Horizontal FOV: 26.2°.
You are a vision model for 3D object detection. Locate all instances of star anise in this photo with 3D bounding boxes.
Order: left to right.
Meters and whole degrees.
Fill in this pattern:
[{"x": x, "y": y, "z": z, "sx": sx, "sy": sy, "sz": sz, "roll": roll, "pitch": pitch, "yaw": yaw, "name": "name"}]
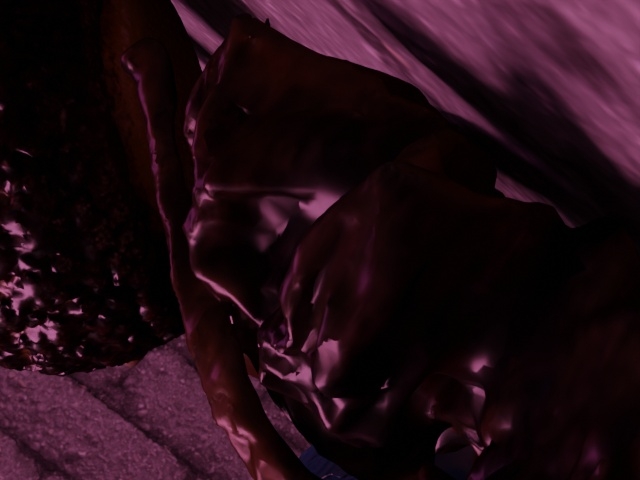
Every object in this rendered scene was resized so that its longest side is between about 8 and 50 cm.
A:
[{"x": 0.040, "y": 0.035, "z": 0.405, "sx": 0.190, "sy": 0.125, "sz": 0.220, "roll": 27, "pitch": -174, "yaw": -35, "name": "star anise"}]

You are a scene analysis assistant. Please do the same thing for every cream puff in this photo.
[{"x": -0.143, "y": -0.048, "z": 0.685, "sx": 0.239, "sy": 0.165, "sz": 0.239, "roll": -13, "pitch": -90, "yaw": -82, "name": "cream puff"}]

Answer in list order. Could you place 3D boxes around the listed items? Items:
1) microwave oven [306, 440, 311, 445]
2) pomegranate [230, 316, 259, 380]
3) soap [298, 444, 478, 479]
[{"x": 0.096, "y": 0.130, "z": 0.961, "sx": 0.205, "sy": 0.163, "sz": 0.129, "roll": 45, "pitch": 176, "yaw": -8, "name": "microwave oven"}, {"x": 0.001, "y": 0.006, "z": 0.620, "sx": 0.130, "sy": 0.130, "sz": 0.130, "roll": 41, "pitch": 178, "yaw": 2, "name": "pomegranate"}, {"x": 0.134, "y": 0.141, "z": 0.539, "sx": 0.293, "sy": 0.077, "sz": 0.156, "roll": 42, "pitch": -137, "yaw": -1, "name": "soap"}]
